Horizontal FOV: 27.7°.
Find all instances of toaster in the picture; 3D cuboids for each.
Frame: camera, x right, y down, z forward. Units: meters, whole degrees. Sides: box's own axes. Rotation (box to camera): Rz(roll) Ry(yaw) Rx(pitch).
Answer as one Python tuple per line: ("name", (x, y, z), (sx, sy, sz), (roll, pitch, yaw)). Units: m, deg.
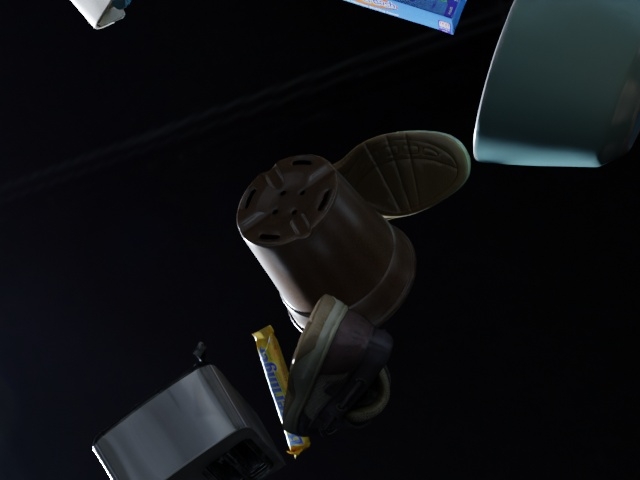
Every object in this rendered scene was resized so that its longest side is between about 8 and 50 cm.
("toaster", (-0.146, 0.235, 1.454), (0.168, 0.186, 0.110), (-36, -124, -4))

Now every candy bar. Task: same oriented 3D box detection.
("candy bar", (-0.046, 0.182, 1.565), (0.040, 0.018, 0.162), (-33, -111, 46))

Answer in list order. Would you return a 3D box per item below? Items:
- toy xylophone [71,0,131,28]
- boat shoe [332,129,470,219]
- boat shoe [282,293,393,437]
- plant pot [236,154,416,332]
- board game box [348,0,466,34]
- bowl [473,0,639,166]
("toy xylophone", (-0.274, -0.404, 1.617), (0.081, 0.236, 0.322), (-42, -170, -36))
("boat shoe", (0.080, -0.076, 1.711), (0.302, 0.098, 0.109), (-20, -93, 38))
("boat shoe", (0.023, 0.144, 1.282), (0.092, 0.285, 0.103), (26, -115, 11))
("plant pot", (0.000, 0.000, 1.452), (0.167, 0.165, 0.167), (-18, -133, 20))
("board game box", (0.086, -0.351, 1.539), (0.210, 0.047, 0.160), (19, -103, 12))
("bowl", (0.312, -0.210, 1.506), (0.163, 0.311, 0.312), (22, -116, 15))
